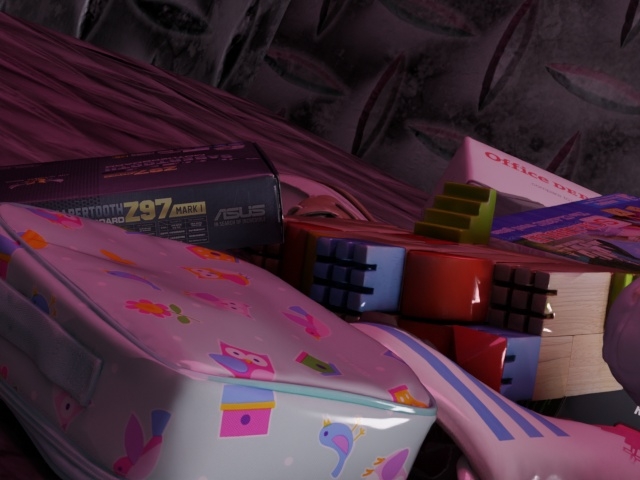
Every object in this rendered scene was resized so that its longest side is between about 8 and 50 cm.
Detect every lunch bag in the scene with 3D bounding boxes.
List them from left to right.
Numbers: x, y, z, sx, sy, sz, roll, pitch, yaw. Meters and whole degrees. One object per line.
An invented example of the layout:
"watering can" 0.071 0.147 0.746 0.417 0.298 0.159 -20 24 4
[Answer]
"lunch bag" -0.090 0.074 0.937 0.224 0.108 0.279 11 13 -39

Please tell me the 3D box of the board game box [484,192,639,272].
"board game box" 0.328 0.035 1.420 0.318 0.066 0.318 17 17 34

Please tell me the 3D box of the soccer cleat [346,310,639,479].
"soccer cleat" 0.127 0.170 1.074 0.331 0.116 0.143 26 30 -14

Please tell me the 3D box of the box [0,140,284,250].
"box" -0.152 -0.029 1.249 0.232 0.059 0.183 -7 13 -6

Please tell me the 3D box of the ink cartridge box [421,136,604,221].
"ink cartridge box" 0.238 0.037 1.805 0.223 0.129 0.307 23 28 -10

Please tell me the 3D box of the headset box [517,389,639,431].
"headset box" 0.268 0.152 1.463 0.246 0.131 0.283 23 8 -21

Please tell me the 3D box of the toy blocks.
"toy blocks" 0.058 0.049 1.256 0.381 0.191 0.261 11 6 37

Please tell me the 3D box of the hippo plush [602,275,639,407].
"hippo plush" 0.227 0.130 0.896 0.234 0.237 0.294 4 6 -44

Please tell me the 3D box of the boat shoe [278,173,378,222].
"boat shoe" 0.000 0.000 1.721 0.302 0.113 0.103 29 7 41
